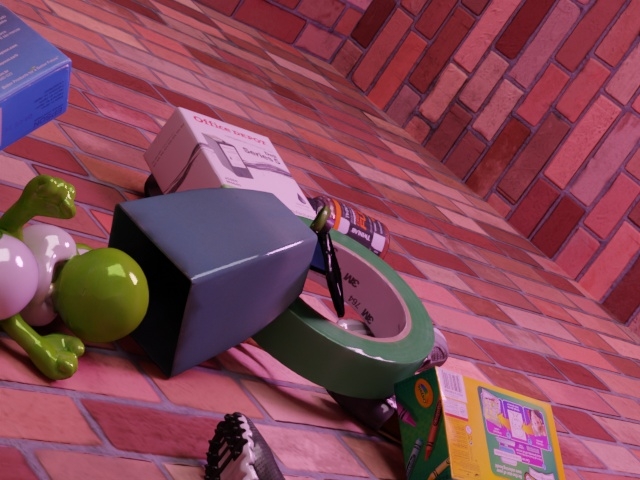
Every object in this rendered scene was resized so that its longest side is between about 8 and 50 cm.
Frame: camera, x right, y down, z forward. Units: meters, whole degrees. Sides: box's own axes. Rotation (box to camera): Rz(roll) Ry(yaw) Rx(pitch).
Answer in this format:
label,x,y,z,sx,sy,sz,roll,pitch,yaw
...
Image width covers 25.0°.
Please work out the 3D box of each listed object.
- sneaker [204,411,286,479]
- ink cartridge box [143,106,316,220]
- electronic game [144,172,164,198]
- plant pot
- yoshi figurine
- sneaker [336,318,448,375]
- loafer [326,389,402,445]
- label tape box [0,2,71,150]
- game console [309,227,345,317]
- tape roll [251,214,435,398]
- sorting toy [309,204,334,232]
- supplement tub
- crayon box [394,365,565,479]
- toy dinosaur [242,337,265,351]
label,x,y,z,sx,sy,sz,roll,pitch,yaw
sneaker,-0.059,0.283,1.583,0.106,0.078,0.234,29,19,-31
ink cartridge box,-0.136,-0.071,2.298,0.198,0.114,0.273,17,30,-41
electronic game,-0.189,-0.038,2.375,0.229,0.048,0.229,31,23,-15
plant pot,-0.132,0.032,1.854,0.234,0.165,0.165,-20,50,-37
yoshi figurine,-0.310,0.047,1.591,0.203,0.203,0.362,55,17,13
sneaker,0.108,0.194,2.236,0.281,0.105,0.115,3,45,-48
loafer,0.084,0.243,2.057,0.170,0.062,0.061,28,21,-20
label tape box,-0.533,-0.247,1.926,0.334,0.106,0.241,40,53,18
game console,-0.012,0.038,1.956,0.122,0.071,0.107,72,11,-58
tape roll,0.010,0.090,2.078,0.321,0.077,0.321,28,26,-15
sorting toy,0.000,0.000,2.066,0.042,0.061,0.102,32,48,-6
supplement tub,0.028,-0.018,2.678,0.198,0.106,0.106,24,18,-36
crayon box,0.231,0.292,2.034,0.278,0.081,0.165,22,51,-42
toy dinosaur,-0.106,0.128,2.039,0.211,0.064,0.112,31,27,0
